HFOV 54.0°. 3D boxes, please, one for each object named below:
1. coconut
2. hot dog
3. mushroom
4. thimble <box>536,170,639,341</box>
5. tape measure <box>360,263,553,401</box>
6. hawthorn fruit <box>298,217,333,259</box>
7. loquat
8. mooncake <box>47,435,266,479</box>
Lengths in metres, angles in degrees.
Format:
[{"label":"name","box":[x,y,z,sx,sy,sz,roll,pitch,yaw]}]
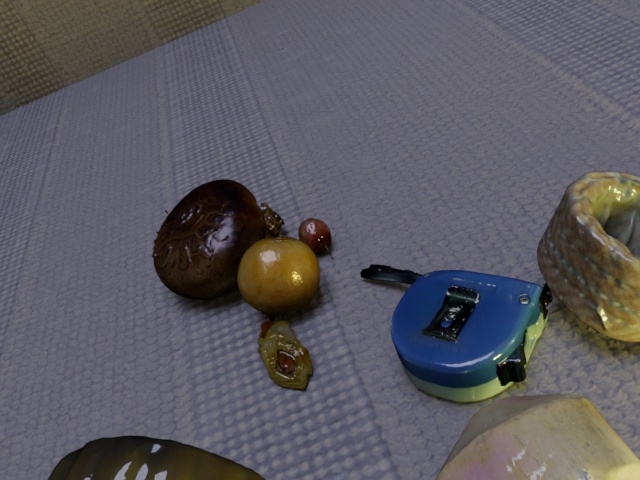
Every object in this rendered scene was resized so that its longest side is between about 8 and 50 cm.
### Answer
[{"label":"coconut","box":[0.235,0.273,0.687,0.236,0.197,0.237,-16,43,15]},{"label":"hot dog","box":[-0.070,0.182,1.060,0.078,0.061,0.169,-33,38,-9]},{"label":"mushroom","box":[-0.215,-0.010,1.283,0.278,0.163,0.297,-31,37,-8]},{"label":"thimble","box":[0.424,0.016,0.886,0.195,0.148,0.229,6,42,1]},{"label":"tape measure","box":[0.161,0.122,0.988,0.351,0.098,0.215,7,46,37]},{"label":"hawthorn fruit","box":[0.000,0.000,1.239,0.066,0.067,0.103,-37,49,-17]},{"label":"loquat","box":[-0.075,0.064,1.136,0.163,0.163,0.137,-37,31,-17]},{"label":"mooncake","box":[-0.191,0.358,0.736,0.290,0.290,0.161,-10,44,17]}]
